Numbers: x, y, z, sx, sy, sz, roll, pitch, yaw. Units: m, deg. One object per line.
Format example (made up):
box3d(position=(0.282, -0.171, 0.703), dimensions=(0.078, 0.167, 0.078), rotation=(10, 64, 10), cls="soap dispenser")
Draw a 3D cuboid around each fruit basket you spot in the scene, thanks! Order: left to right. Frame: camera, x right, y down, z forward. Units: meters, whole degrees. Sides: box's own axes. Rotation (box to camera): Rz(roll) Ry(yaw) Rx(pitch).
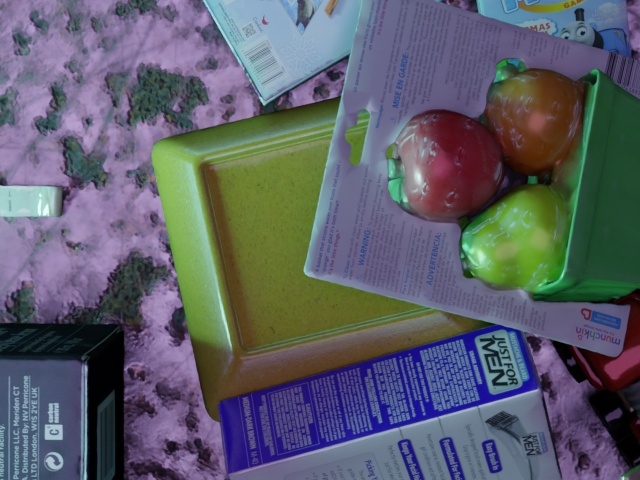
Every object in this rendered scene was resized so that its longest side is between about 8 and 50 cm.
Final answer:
box3d(position=(0.179, -0.072, 1.618), dimensions=(0.353, 0.165, 0.327), rotation=(13, 76, -6), cls="fruit basket")

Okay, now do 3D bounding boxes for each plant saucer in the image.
box3d(position=(0.000, 0.000, 1.682), dimensions=(0.332, 0.081, 0.333), rotation=(-13, 78, 0), cls="plant saucer")

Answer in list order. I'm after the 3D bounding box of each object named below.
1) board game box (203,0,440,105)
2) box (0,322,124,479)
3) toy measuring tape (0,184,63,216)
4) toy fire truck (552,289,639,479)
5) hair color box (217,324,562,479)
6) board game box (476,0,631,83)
box3d(position=(-0.006, -0.364, 1.708), dimensions=(0.318, 0.066, 0.319), rotation=(-29, 93, 1), cls="board game box")
box3d(position=(-0.420, 0.203, 1.628), dimensions=(0.395, 0.293, 0.212), rotation=(0, 93, -1), cls="box")
box3d(position=(-0.454, -0.046, 1.693), dimensions=(0.330, 0.121, 0.121), rotation=(2, 93, -4), cls="toy measuring tape")
box3d(position=(0.347, 0.183, 1.653), dimensions=(0.158, 0.246, 0.217), rotation=(-32, 93, 1), cls="toy fire truck")
box3d(position=(0.078, 0.218, 1.669), dimensions=(0.338, 0.110, 0.185), rotation=(-15, 138, 5), cls="hair color box")
box3d(position=(0.257, -0.233, 1.696), dimensions=(0.160, 0.039, 0.212), rotation=(-11, 115, 1), cls="board game box")
